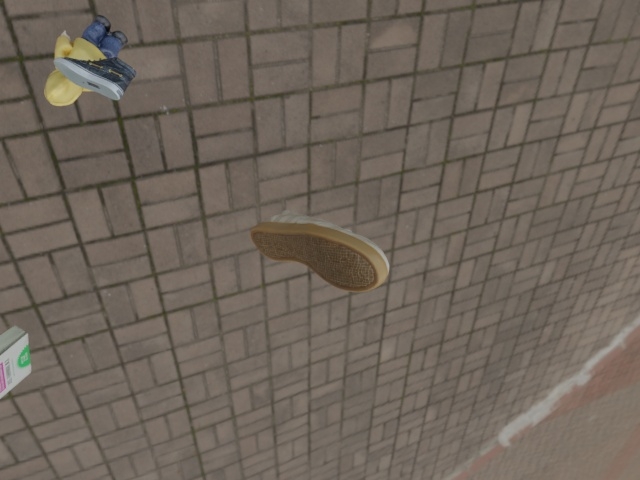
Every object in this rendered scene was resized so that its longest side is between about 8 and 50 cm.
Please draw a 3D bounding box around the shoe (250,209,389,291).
[{"bbox_3d":[0.000,0.000,0.608,0.058,0.219,0.077,-38,122,-28],"label":"shoe"}]

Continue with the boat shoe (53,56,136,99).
[{"bbox_3d":[-0.523,-0.397,1.254,0.083,0.183,0.065,-61,173,-23],"label":"boat shoe"}]

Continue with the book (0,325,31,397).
[{"bbox_3d":[-0.454,0.192,0.714,0.144,0.035,0.096,-53,166,-50],"label":"book"}]

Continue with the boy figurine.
[{"bbox_3d":[-0.604,-0.449,1.385,0.092,0.285,0.177,-17,135,44],"label":"boy figurine"}]
